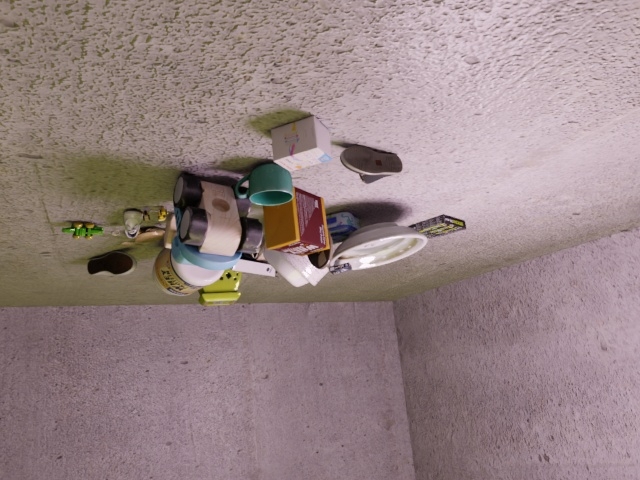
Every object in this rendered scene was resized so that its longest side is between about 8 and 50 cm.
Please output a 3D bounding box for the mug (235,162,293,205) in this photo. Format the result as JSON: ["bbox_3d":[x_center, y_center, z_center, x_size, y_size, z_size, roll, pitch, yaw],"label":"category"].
[{"bbox_3d":[-0.159,-0.172,1.497,0.157,0.097,0.129,7,161,-36],"label":"mug"}]

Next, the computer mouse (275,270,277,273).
[{"bbox_3d":[-0.133,0.153,2.735,0.272,0.072,0.188,-2,163,-13],"label":"computer mouse"}]

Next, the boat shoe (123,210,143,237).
[{"bbox_3d":[-0.671,-0.054,1.806,0.066,0.063,0.184,3,163,-27],"label":"boat shoe"}]

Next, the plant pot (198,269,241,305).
[{"bbox_3d":[-0.522,0.220,2.593,0.227,0.207,0.228,-1,165,-19],"label":"plant pot"}]

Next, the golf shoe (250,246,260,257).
[{"bbox_3d":[-0.304,0.040,2.240,0.069,0.086,0.176,-3,166,-15],"label":"golf shoe"}]

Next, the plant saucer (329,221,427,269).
[{"bbox_3d":[0.220,0.012,2.020,0.400,0.101,0.400,-11,163,-3],"label":"plant saucer"}]

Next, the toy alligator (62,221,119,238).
[{"bbox_3d":[-0.831,-0.040,1.838,0.189,0.056,0.051,2,-155,-29],"label":"toy alligator"}]

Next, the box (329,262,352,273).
[{"bbox_3d":[0.081,0.113,2.037,0.083,0.018,0.067,-16,162,10],"label":"box"}]

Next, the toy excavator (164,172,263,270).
[{"bbox_3d":[-0.405,-0.021,1.640,0.222,0.433,0.445,10,132,-32],"label":"toy excavator"}]

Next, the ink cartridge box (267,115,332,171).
[{"bbox_3d":[-0.056,-0.241,1.294,0.143,0.090,0.092,-13,163,23],"label":"ink cartridge box"}]

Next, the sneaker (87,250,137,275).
[{"bbox_3d":[-0.898,0.105,2.263,0.290,0.106,0.123,-4,174,30],"label":"sneaker"}]

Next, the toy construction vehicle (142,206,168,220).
[{"bbox_3d":[-0.577,-0.093,1.770,0.085,0.035,0.098,-13,170,-17],"label":"toy construction vehicle"}]

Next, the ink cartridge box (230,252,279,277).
[{"bbox_3d":[-0.337,0.106,2.380,0.165,0.065,0.332,22,-177,36],"label":"ink cartridge box"}]

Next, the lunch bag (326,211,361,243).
[{"bbox_3d":[0.043,-0.044,2.056,0.219,0.090,0.176,-14,160,23],"label":"lunch bag"}]

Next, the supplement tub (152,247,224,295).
[{"bbox_3d":[-0.555,0.104,2.112,0.228,0.228,0.316,6,161,-35],"label":"supplement tub"}]

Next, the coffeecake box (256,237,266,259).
[{"bbox_3d":[-0.201,0.036,2.290,0.142,0.068,0.185,1,163,-22],"label":"coffeecake box"}]

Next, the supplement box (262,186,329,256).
[{"bbox_3d":[-0.083,-0.061,1.747,0.129,0.191,0.194,-17,162,32],"label":"supplement box"}]

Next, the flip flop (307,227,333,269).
[{"bbox_3d":[0.000,0.000,1.878,0.112,0.277,0.080,-42,126,18],"label":"flip flop"}]

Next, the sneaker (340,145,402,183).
[{"bbox_3d":[0.125,-0.209,1.489,0.222,0.083,0.118,5,162,-36],"label":"sneaker"}]

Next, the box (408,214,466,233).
[{"bbox_3d":[0.520,-0.057,2.261,0.184,0.045,0.190,12,158,-42],"label":"box"}]

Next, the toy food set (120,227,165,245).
[{"bbox_3d":[-0.673,-0.025,1.983,0.192,0.039,0.132,-17,169,20],"label":"toy food set"}]

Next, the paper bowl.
[{"bbox_3d":[-0.114,0.071,2.009,0.148,0.284,0.284,-47,162,-2],"label":"paper bowl"}]
